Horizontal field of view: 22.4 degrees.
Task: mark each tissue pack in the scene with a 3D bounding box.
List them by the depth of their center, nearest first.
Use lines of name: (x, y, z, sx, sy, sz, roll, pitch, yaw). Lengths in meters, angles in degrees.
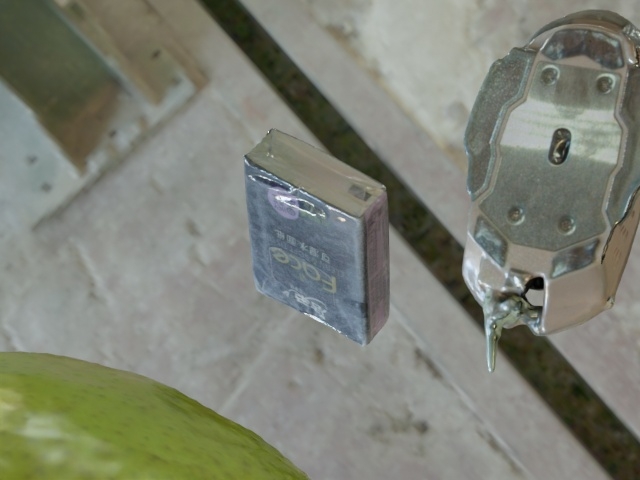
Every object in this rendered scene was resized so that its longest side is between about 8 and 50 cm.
tissue pack: (0.000, 0.000, 1.239, 0.112, 0.156, 0.051, 28, 57, 25)

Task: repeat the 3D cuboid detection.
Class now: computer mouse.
computer mouse: (0.245, -0.045, 1.634, 0.199, 0.115, 0.389, 13, 82, 27)

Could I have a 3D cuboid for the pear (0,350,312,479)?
pear: (-0.126, 0.230, 0.747, 0.391, 0.391, 0.391, -21, 46, 24)
